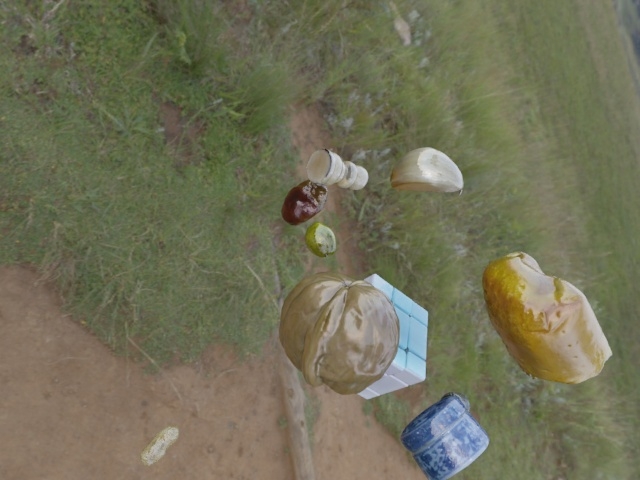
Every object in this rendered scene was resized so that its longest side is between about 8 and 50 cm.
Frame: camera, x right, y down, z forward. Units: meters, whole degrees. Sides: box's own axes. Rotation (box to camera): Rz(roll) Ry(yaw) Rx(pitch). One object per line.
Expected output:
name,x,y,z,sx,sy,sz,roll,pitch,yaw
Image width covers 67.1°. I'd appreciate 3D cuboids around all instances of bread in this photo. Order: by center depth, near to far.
bread,0.651,0.228,1.492,0.394,0.250,0.361,49,4,-30

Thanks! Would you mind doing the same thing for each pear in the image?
pear,0.000,0.000,1.694,0.107,0.107,0.132,9,53,-56

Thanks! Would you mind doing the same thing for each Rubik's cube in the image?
Rubik's cube,0.196,0.379,1.872,0.315,0.318,0.322,36,45,-21

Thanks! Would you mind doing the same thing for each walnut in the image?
walnut,0.042,0.213,1.133,0.285,0.296,0.286,-39,141,-41

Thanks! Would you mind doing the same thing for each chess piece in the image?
chess piece,0.085,-0.266,1.915,0.260,0.142,0.143,12,73,-41

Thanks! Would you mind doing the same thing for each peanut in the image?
peanut,-0.402,0.513,1.211,0.113,0.053,0.054,-47,125,-28

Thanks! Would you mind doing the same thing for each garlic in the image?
garlic,0.354,-0.214,1.572,0.164,0.244,0.146,94,7,-48

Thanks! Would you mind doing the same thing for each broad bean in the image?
broad bean,-0.068,-0.160,2.021,0.122,0.228,0.156,23,35,-49

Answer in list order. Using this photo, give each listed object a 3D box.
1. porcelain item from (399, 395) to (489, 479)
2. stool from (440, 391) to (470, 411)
porcelain item,0.240,0.386,0.949,0.114,0.147,0.147,52,27,19
stool,0.477,0.589,1.722,0.110,0.096,0.096,33,56,-55
